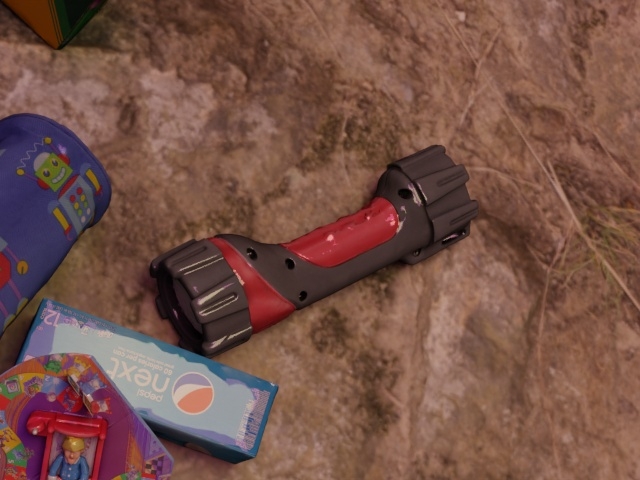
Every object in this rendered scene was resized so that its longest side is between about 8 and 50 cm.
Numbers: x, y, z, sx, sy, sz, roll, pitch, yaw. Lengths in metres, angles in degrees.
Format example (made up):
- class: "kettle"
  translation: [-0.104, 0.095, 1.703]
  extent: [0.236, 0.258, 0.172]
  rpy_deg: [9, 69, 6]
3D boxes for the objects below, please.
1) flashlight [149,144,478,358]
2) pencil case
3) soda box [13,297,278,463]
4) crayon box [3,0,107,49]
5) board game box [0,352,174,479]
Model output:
- class: "flashlight"
  translation: [0.000, 0.000, 1.110]
  extent: [0.304, 0.103, 0.103]
  rpy_deg: [-27, 67, -25]
- class: "pencil case"
  translation: [-0.286, 0.037, 0.956]
  extent: [0.119, 0.133, 0.306]
  rpy_deg: [43, 51, -15]
- class: "soda box"
  translation: [-0.148, 0.121, 1.035]
  extent: [0.210, 0.071, 0.067]
  rpy_deg: [23, 69, -11]
- class: "crayon box"
  translation: [-0.283, -0.306, 1.047]
  extent: [0.278, 0.165, 0.081]
  rpy_deg: [43, 66, -12]
- class: "board game box"
  translation: [-0.202, 0.175, 0.976]
  extent: [0.133, 0.033, 0.168]
  rpy_deg: [-34, 105, 2]
